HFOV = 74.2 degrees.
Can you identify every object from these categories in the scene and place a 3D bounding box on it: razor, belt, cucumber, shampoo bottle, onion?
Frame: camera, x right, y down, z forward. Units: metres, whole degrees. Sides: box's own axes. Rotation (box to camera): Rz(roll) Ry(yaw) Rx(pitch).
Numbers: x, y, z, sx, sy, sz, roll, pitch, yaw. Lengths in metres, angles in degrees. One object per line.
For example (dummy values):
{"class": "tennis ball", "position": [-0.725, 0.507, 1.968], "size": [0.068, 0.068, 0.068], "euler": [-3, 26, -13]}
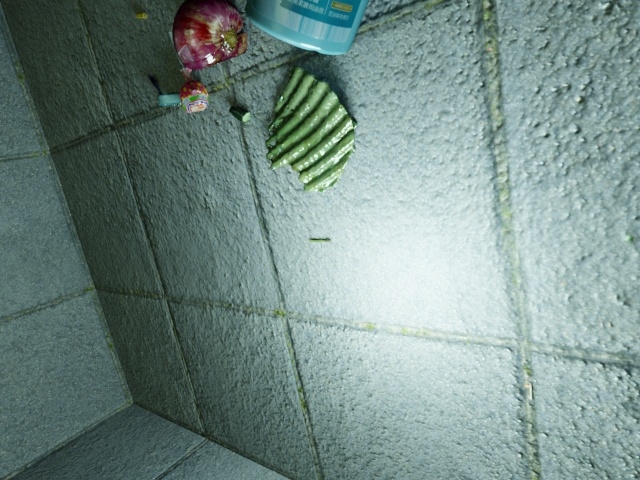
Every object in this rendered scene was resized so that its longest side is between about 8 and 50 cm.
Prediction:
{"class": "razor", "position": [-0.764, -0.704, 1.981], "size": [0.044, 0.028, 0.154], "euler": [-24, 92, 35]}
{"class": "belt", "position": [-0.633, -0.631, 1.885], "size": [0.180, 0.100, 0.065], "euler": [4, 109, 22]}
{"class": "cucumber", "position": [-0.325, -0.508, 1.688], "size": [0.105, 0.048, 0.048], "euler": [36, 127, 26]}
{"class": "shampoo bottle", "position": [-0.012, -0.736, 1.148], "size": [0.331, 0.331, 0.342], "euler": [40, 129, 20]}
{"class": "onion", "position": [-0.414, -0.762, 1.533], "size": [0.273, 0.256, 0.230], "euler": [6, 128, 15]}

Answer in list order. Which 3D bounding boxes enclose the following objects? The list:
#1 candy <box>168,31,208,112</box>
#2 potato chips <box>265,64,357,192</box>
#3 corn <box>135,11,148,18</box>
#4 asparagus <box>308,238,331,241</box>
{"class": "candy", "position": [-0.571, -0.712, 1.777], "size": [0.124, 0.124, 0.364], "euler": [-28, 82, 42]}
{"class": "potato chips", "position": [-0.047, -0.385, 1.474], "size": [0.373, 0.097, 0.389], "euler": [40, 129, 19]}
{"class": "corn", "position": [-0.798, -1.005, 1.892], "size": [0.083, 0.028, 0.027], "euler": [22, 104, 36]}
{"class": "asparagus", "position": [0.000, 0.000, 1.640], "size": [0.115, 0.015, 0.014], "euler": [-1, 104, 41]}
